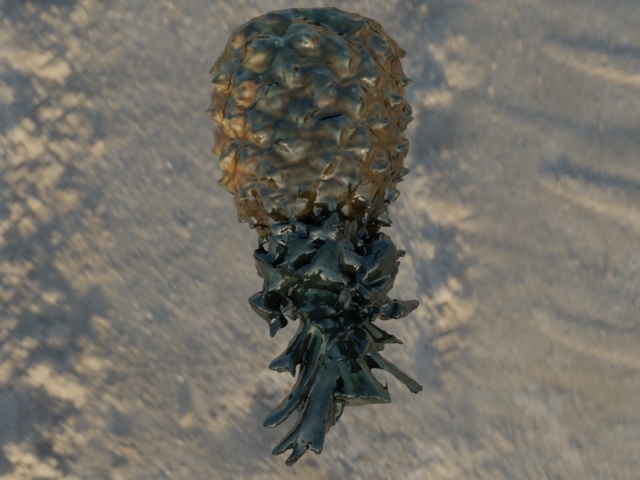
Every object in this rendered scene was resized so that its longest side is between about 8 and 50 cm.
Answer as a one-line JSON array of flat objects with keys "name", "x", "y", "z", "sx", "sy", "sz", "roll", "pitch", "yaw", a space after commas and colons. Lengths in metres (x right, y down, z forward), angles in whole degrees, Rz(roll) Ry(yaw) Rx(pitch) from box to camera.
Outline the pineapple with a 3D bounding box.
[{"name": "pineapple", "x": 0.000, "y": 0.000, "z": 1.405, "sx": 0.169, "sy": 0.169, "sz": 0.340, "roll": -6, "pitch": 75, "yaw": 9}]
